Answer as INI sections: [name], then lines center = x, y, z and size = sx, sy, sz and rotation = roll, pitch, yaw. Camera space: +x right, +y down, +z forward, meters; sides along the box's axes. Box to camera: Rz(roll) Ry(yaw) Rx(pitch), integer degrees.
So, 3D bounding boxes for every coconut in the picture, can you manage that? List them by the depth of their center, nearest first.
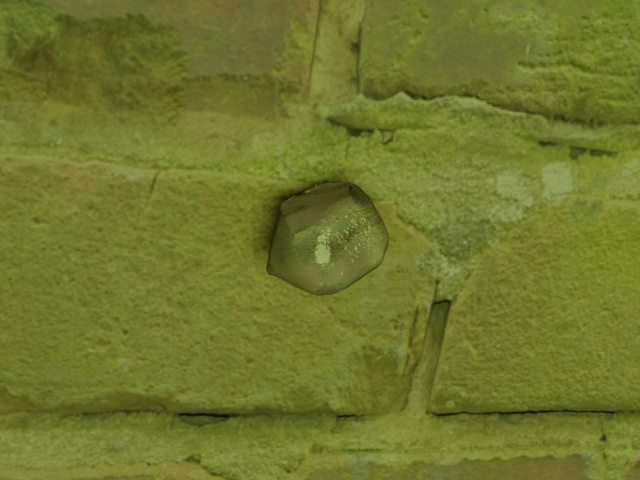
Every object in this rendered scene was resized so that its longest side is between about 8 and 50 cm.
[coconut]
center = 0.000, 0.000, 1.131
size = 0.124, 0.110, 0.110
rotation = -29, 117, -11
